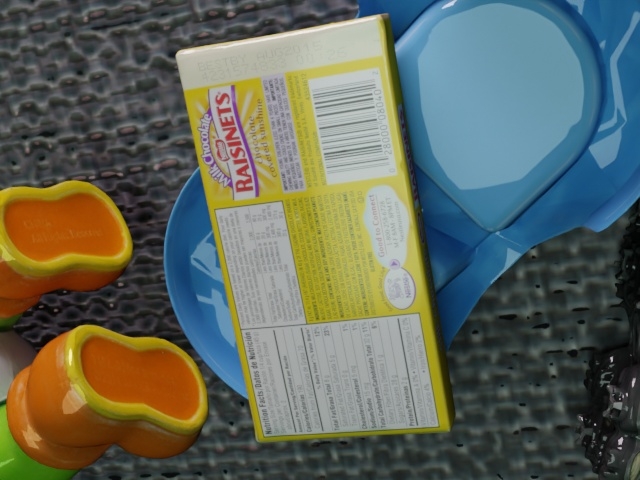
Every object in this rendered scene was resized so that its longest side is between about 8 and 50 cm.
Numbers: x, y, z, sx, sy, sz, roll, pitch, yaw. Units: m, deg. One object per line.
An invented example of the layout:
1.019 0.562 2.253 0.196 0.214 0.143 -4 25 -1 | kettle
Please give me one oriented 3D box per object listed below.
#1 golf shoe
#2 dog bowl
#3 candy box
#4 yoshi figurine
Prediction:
0.198 0.040 0.516 0.093 0.077 0.198 9 113 -1 | golf shoe
0.048 -0.034 0.530 0.166 0.074 0.297 44 113 1 | dog bowl
0.000 0.000 0.499 0.105 0.027 0.206 -6 104 20 | candy box
-0.224 0.129 0.613 0.362 0.204 0.203 -36 113 23 | yoshi figurine
